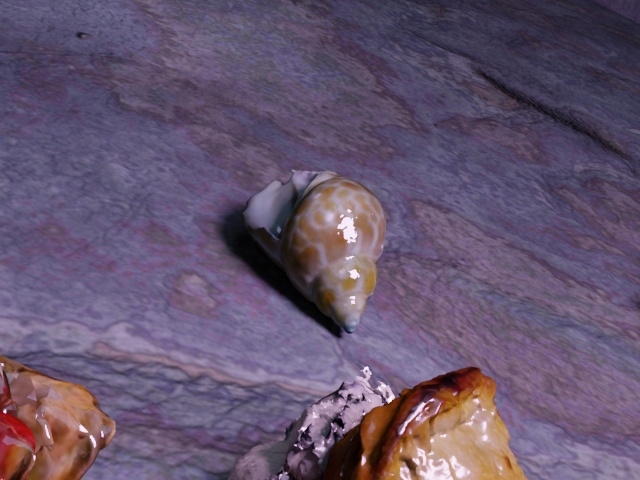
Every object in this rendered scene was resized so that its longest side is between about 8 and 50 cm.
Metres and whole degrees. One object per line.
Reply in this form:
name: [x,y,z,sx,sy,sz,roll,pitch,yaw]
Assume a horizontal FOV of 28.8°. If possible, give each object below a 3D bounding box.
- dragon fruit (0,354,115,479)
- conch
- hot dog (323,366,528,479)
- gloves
dragon fruit: [-0.140,0.164,0.549,0.152,0.205,0.317,16,26,-16]
conch: [0.003,-0.006,1.141,0.116,0.106,0.173,-28,32,-32]
hot dog: [0.093,0.213,0.739,0.175,0.114,0.259,-8,69,-58]
gloves: [-0.004,0.149,0.811,0.070,0.114,0.153,53,31,6]
